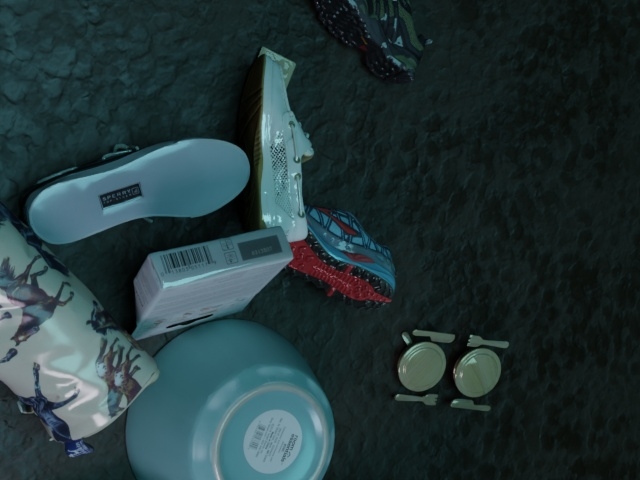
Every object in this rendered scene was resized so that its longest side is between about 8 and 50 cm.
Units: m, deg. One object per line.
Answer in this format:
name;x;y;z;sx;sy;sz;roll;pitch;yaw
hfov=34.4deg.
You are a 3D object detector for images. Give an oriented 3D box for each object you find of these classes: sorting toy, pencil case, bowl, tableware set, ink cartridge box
sorting toy;-0.077;-0.237;1.532;0.062;0.012;0.083;25;82;-26
pencil case;-0.398;0.084;1.292;0.184;0.160;0.410;-37;113;7
bowl;-0.105;0.276;1.473;0.312;0.163;0.311;-3;96;-28
tableware set;0.210;0.209;1.716;0.194;0.039;0.128;10;101;-24
ink cartridge box;-0.163;0.061;1.404;0.189;0.232;0.066;-14;78;-27

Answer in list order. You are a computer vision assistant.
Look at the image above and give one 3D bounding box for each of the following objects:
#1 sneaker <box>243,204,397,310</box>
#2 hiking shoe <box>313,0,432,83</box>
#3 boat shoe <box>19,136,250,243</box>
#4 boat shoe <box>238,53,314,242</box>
sneaker;0.000;0.000;1.563;0.262;0.104;0.125;35;38;-14
hiking shoe;0.079;-0.347;1.582;0.227;0.086;0.114;46;59;-30
boat shoe;-0.250;-0.074;1.395;0.306;0.105;0.113;-22;116;-19
boat shoe;-0.058;-0.127;1.467;0.096;0.098;0.277;4;76;-21
